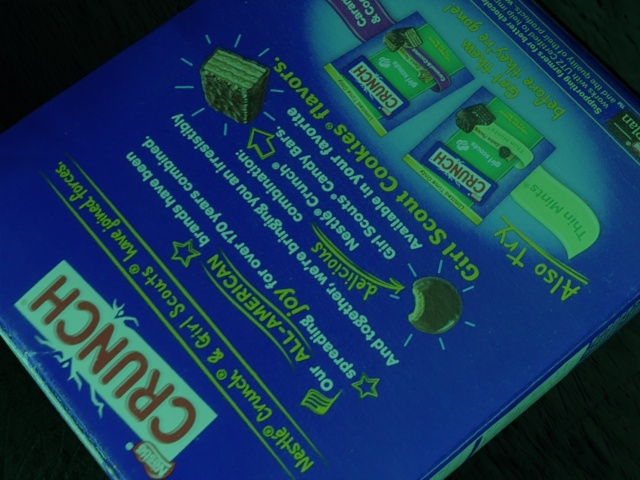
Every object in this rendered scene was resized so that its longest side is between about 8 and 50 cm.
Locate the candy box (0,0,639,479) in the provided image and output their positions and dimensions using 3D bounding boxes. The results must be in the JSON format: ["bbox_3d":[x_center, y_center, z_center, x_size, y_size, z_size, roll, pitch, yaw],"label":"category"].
[{"bbox_3d":[0.000,0.000,0.630,0.268,0.317,0.122,49,163,17],"label":"candy box"}]
